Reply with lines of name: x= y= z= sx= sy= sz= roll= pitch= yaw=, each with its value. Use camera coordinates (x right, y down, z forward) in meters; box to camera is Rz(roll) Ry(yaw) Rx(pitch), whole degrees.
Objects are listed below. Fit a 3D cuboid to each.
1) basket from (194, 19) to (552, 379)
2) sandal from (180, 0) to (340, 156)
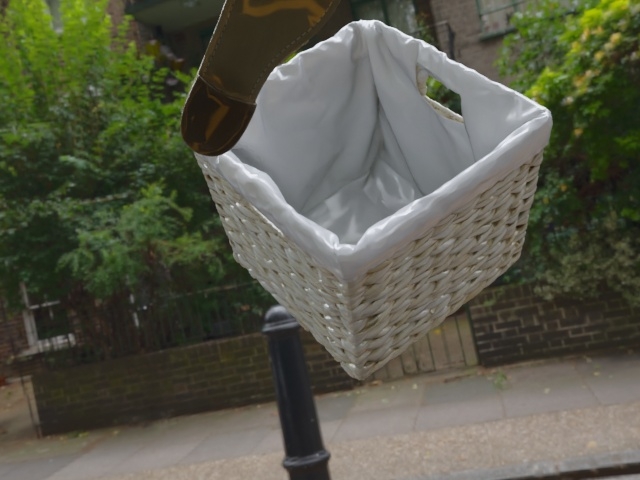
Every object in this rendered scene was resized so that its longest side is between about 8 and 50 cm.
basket: x=0.061 y=-0.064 z=0.858 sx=0.331 sy=0.328 sz=0.266 roll=-35 pitch=-37 yaw=-20
sandal: x=-0.061 y=-0.194 z=0.617 sx=0.088 sy=0.240 sz=0.079 roll=29 pitch=14 yaw=-23
